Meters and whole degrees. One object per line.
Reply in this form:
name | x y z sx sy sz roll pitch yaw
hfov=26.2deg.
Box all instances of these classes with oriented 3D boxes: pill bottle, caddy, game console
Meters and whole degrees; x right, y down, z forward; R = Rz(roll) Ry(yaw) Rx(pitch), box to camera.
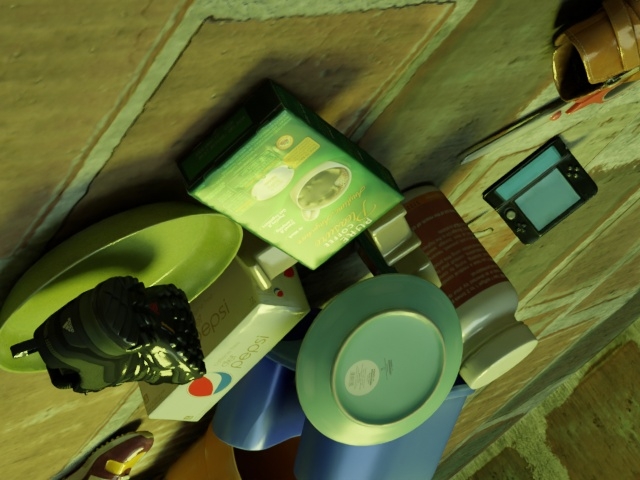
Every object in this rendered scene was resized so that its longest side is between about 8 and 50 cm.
pill bottle | 0.143 0.054 1.543 0.121 0.216 0.121 -31 161 -12
caddy | 0.032 0.158 1.563 0.341 0.241 0.179 2 110 -62
game console | 0.280 -0.060 1.744 0.122 0.107 0.071 -38 -170 10

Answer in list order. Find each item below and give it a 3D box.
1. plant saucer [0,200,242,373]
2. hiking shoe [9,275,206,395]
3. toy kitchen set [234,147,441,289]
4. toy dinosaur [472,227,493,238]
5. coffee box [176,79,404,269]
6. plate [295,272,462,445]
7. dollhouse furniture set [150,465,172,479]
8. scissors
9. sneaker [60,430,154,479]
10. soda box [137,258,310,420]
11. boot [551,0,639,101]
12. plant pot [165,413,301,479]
plant saucer | -0.181 0.035 1.195 0.241 0.037 0.241 -28 162 -10
hiking shoe | -0.176 0.086 1.178 0.114 0.086 0.227 -19 161 11
toy kitchen set | 0.000 0.000 1.378 0.166 0.122 0.207 -34 142 -3
toy dinosaur | 0.107 0.069 1.784 0.268 0.064 0.118 -46 162 16
coffee box | -0.023 -0.051 1.173 0.113 0.040 0.184 -40 139 16
plate | 0.065 0.124 1.379 0.188 0.024 0.188 -9 113 -23
dollhouse furniture set | -0.326 0.411 1.855 0.197 0.151 0.301 -43 -170 41
scissors | 0.284 -0.150 1.597 0.297 0.021 0.109 -35 164 -7
sneaker | -0.263 0.306 1.671 0.185 0.084 0.069 -39 162 12
soda box | -0.106 0.099 1.413 0.069 0.074 0.216 9 137 -40
boot | 0.351 -0.199 1.445 0.220 0.109 0.283 -35 160 -4
plant pot | -0.102 0.317 1.839 0.188 0.205 0.205 -30 168 38
